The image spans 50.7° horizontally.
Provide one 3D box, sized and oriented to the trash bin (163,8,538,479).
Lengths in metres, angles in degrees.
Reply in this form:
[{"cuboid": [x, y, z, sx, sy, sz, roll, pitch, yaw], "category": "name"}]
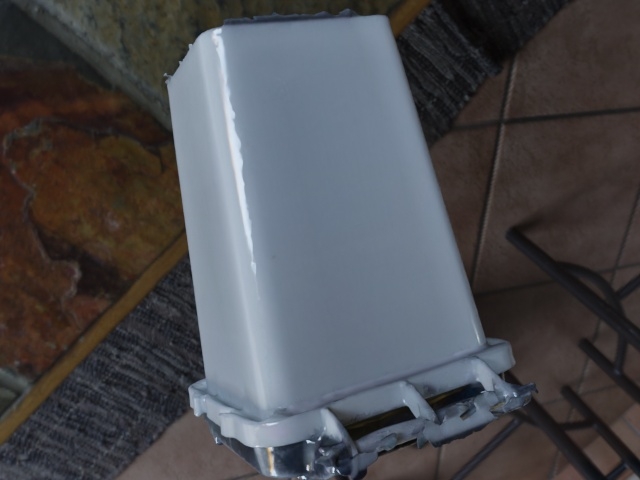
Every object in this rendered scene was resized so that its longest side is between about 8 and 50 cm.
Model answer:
[{"cuboid": [0.000, 0.000, 0.600, 0.256, 0.296, 0.368, -11, 91, -22], "category": "trash bin"}]
